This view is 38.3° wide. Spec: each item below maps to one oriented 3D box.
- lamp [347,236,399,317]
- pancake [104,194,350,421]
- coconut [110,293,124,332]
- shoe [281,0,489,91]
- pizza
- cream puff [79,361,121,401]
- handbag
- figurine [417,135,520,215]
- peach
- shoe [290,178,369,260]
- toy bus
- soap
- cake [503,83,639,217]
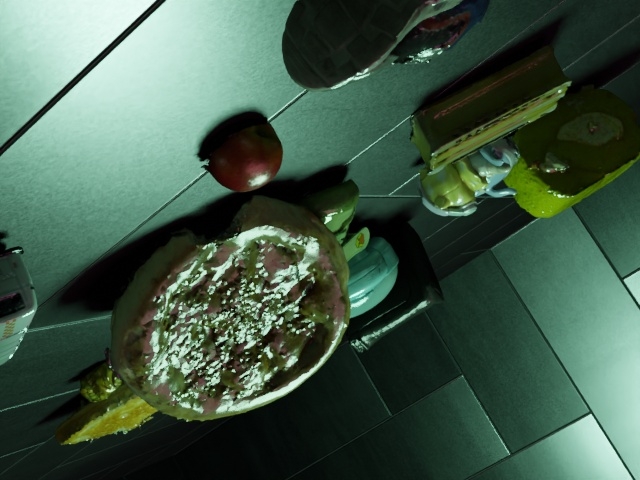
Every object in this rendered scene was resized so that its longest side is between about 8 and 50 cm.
[{"bbox_3d":[0.057,0.072,1.796,0.209,0.147,0.284,-32,168,-3],"label":"lamp"},{"bbox_3d":[-0.121,0.106,1.310,0.382,0.071,0.383,-18,129,-24],"label":"pancake"},{"bbox_3d":[-0.247,0.131,1.367,0.116,0.122,0.116,-30,168,-7],"label":"coconut"},{"bbox_3d":[0.068,-0.201,0.824,0.227,0.099,0.125,-34,165,-4],"label":"shoe"},{"bbox_3d":[-0.384,0.321,1.902,0.323,0.089,0.223,-30,162,7],"label":"pizza"},{"bbox_3d":[-0.398,0.260,1.679,0.083,0.058,0.083,-29,170,-15],"label":"cream puff"},{"bbox_3d":[0.136,0.098,1.933,0.223,0.247,0.080,-36,126,15],"label":"handbag"},{"bbox_3d":[0.255,-0.121,1.567,0.183,0.128,0.208,-25,159,-11],"label":"figurine"},{"bbox_3d":[-0.082,-0.086,1.027,0.098,0.061,0.098,-36,171,-7],"label":"peach"},{"bbox_3d":[-0.003,-0.007,1.448,0.140,0.128,0.262,-39,178,-35],"label":"shoe"},{"bbox_3d":[-0.360,0.083,0.981,0.087,0.089,0.194,-21,166,-36],"label":"toy bus"},{"bbox_3d":[0.245,-0.191,1.355,0.233,0.076,0.135,-29,168,-2],"label":"soap"},{"bbox_3d":[0.472,-0.174,1.732,0.260,0.179,0.156,-31,169,-15],"label":"cake"}]
